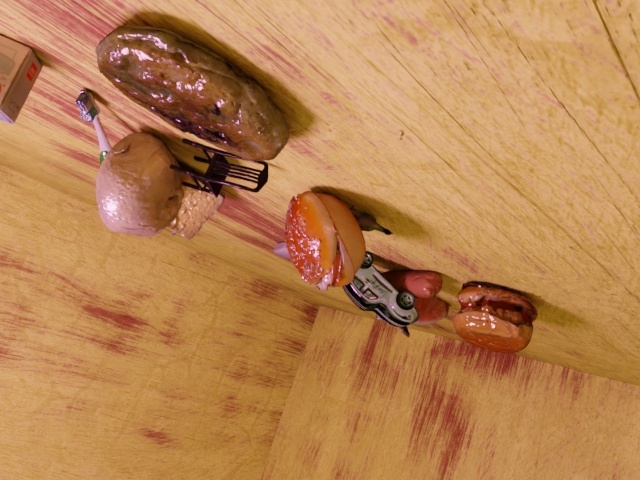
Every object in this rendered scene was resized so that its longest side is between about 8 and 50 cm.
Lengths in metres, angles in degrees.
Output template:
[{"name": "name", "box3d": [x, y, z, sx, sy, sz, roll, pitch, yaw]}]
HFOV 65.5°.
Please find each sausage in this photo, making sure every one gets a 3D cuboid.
[{"name": "sausage", "box3d": [0.273, 0.135, 1.567, 0.086, 0.086, 0.289, 24, 166, -22]}]

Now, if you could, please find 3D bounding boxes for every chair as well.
[{"name": "chair", "box3d": [-0.207, -0.143, 1.091, 0.213, 0.084, 0.101, 17, 165, 9]}]

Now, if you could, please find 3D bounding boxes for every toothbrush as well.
[{"name": "toothbrush", "box3d": [-0.482, -0.170, 1.145, 0.042, 0.040, 0.417, 6, 146, -1]}]

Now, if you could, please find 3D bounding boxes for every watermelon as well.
[{"name": "watermelon", "box3d": [0.365, 0.247, 1.916, 0.231, 0.128, 0.146, 23, -175, -24]}]

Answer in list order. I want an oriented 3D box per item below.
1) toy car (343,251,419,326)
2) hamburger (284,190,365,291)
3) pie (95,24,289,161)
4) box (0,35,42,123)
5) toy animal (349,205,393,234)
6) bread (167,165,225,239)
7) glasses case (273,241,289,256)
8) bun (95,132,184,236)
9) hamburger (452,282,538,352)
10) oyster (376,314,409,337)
[{"name": "toy car", "box3d": [0.162, 0.161, 1.536, 0.306, 0.125, 0.136, 47, 159, 10]}, {"name": "hamburger", "box3d": [0.001, -0.002, 1.099, 0.237, 0.148, 0.236, 45, 149, 36]}, {"name": "pie", "box3d": [-0.201, -0.216, 0.785, 0.324, 0.070, 0.323, 20, 169, 4]}, {"name": "box", "box3d": [-0.656, -0.321, 0.871, 0.270, 0.134, 0.079, 22, 168, -11]}, {"name": "toy animal", "box3d": [0.063, -0.056, 1.158, 0.217, 0.041, 0.075, 18, 170, 29]}, {"name": "bread", "box3d": [-0.397, -0.145, 1.307, 0.178, 0.141, 0.266, -35, 131, 26]}, {"name": "glasses case", "box3d": [-0.119, 0.037, 1.831, 0.076, 0.049, 0.197, 23, 168, -16]}, {"name": "bun", "box3d": [-0.392, -0.122, 1.131, 0.153, 0.243, 0.244, 12, 168, 0]}, {"name": "hamburger", "box3d": [0.499, 0.227, 1.430, 0.245, 0.162, 0.244, 21, 168, 5]}, {"name": "oyster", "box3d": [0.212, 0.213, 1.768, 0.275, 0.100, 0.271, 29, 151, 38]}]
